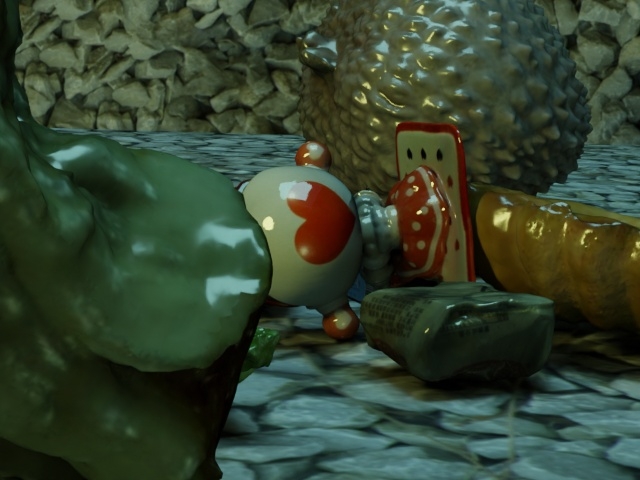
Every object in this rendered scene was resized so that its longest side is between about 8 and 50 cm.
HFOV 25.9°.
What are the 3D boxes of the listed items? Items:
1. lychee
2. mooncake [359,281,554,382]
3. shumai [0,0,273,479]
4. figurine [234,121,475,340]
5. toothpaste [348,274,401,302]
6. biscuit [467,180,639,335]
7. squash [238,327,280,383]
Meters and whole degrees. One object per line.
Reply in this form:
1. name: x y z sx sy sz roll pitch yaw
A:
1. lychee: 0.160 -0.195 1.881 0.432 0.380 0.380 18 3 -23
2. mooncake: 0.105 0.073 1.101 0.130 0.073 0.125 -1 7 -23
3. shumai: -0.202 0.038 0.738 0.323 0.397 0.324 30 19 -25
4. figurine: 0.000 0.000 1.217 0.226 0.183 0.160 -8 8 -18
5. toothpaste: 0.046 0.030 1.434 0.070 0.044 0.193 -2 10 -26
6. biscuit: 0.266 0.023 1.244 0.326 0.107 0.326 15 7 -2
7. squash: -0.162 0.057 1.050 0.371 0.118 0.118 15 16 42
